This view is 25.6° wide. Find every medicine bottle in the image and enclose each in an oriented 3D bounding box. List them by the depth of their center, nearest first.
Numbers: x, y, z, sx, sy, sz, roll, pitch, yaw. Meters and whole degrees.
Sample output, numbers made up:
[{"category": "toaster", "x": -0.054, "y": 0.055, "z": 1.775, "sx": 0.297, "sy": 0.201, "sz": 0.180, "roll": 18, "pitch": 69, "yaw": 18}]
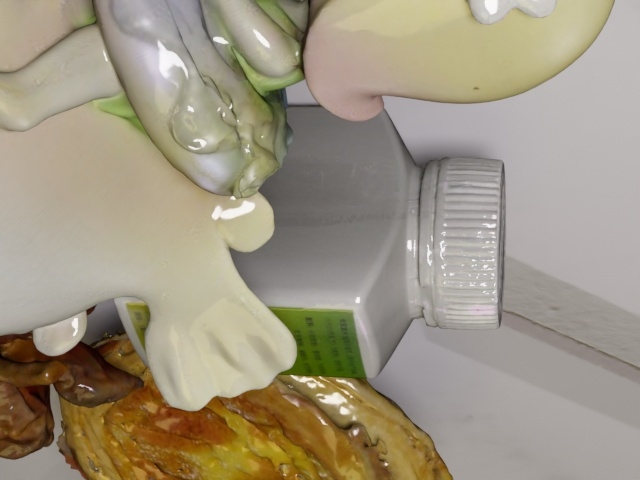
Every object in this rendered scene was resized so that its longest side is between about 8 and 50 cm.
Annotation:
[{"category": "medicine bottle", "x": 0.000, "y": 0.000, "z": 0.732, "sx": 0.188, "sy": 0.132, "sz": 0.088, "roll": 2, "pitch": 146, "yaw": 10}]

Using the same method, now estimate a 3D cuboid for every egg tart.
[{"category": "egg tart", "x": -0.043, "y": 0.136, "z": 0.966, "sx": 0.297, "sy": 0.132, "sz": 0.297, "roll": 14, "pitch": 139, "yaw": 12}]

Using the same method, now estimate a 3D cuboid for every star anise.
[{"category": "star anise", "x": -0.204, "y": 0.053, "z": 0.838, "sx": 0.196, "sy": 0.111, "sz": 0.212, "roll": 34, "pitch": 125, "yaw": 2}]

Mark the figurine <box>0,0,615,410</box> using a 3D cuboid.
[{"category": "figurine", "x": -0.042, "y": -0.062, "z": 0.601, "sx": 0.394, "sy": 0.226, "sz": 0.274, "roll": -18, "pitch": 111, "yaw": 13}]
